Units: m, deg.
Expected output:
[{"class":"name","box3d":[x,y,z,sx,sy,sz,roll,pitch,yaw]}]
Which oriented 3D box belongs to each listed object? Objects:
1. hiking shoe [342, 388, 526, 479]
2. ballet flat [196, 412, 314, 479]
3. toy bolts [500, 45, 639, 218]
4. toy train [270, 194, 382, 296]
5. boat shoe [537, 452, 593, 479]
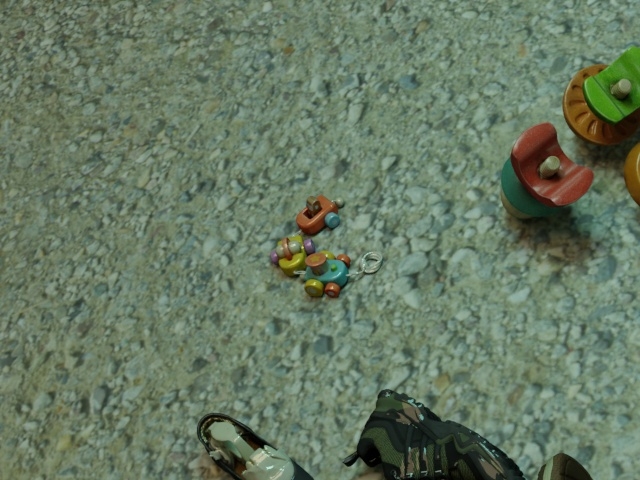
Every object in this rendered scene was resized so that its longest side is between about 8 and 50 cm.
[{"class":"hiking shoe","box3d":[0.128,0.255,2.071,0.227,0.086,0.114,25,81,45]},{"class":"ballet flat","box3d":[-0.077,0.257,2.172,0.074,0.074,0.203,-43,45,-14]},{"class":"toy bolts","box3d":[0.327,-0.086,2.265,0.228,0.158,0.218,-32,83,-16]},{"class":"toy train","box3d":[0.000,0.000,2.385,0.125,0.046,0.166,-37,43,-7]},{"class":"boat shoe","box3d":[0.239,0.332,1.923,0.095,0.095,0.257,-36,30,27]}]
